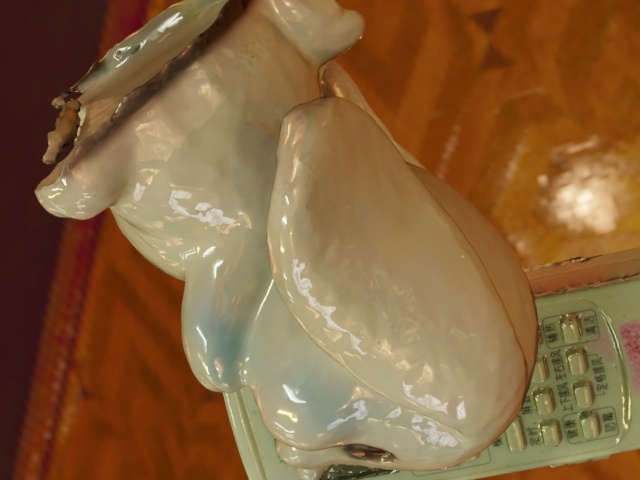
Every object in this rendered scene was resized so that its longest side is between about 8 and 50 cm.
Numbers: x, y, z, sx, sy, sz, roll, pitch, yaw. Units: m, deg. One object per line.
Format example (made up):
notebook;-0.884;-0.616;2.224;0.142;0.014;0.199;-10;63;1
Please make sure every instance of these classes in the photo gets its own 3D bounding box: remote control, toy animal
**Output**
remote control;0.109;0.095;1.333;0.050;0.344;0.145;-89;-15;-60
toy animal;-0.009;-0.015;1.018;0.289;0.174;0.249;46;-168;-35
